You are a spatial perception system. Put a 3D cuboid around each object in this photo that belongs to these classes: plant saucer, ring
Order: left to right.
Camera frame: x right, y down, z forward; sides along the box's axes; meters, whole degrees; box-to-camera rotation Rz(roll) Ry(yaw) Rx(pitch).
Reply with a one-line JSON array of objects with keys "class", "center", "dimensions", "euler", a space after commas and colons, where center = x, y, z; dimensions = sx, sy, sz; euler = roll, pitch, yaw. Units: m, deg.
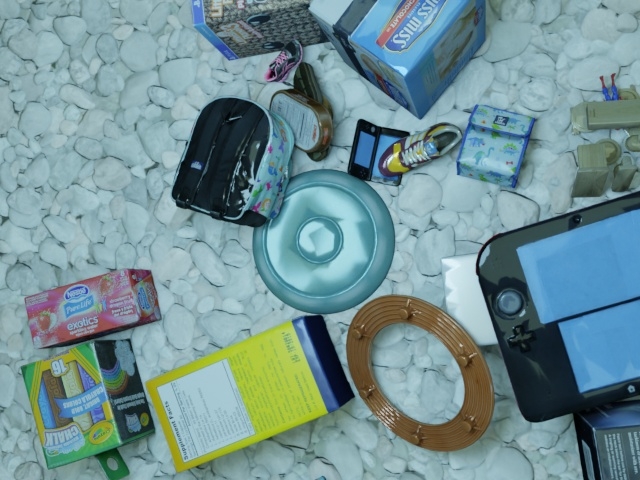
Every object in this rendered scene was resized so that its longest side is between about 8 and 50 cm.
[{"class": "plant saucer", "center": [0.000, 0.000, 1.630], "dimensions": [0.318, 0.044, 0.317], "euler": [-1, 85, 12]}, {"class": "ring", "center": [0.180, 0.264, 1.476], "dimensions": [0.336, 0.032, 0.336], "euler": [19, 121, 36]}]

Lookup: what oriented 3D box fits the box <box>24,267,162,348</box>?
[{"class": "box", "center": [-0.500, 0.151, 1.678], "dimensions": [0.257, 0.128, 0.122], "euler": [-16, 83, 11]}]

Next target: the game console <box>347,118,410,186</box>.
[{"class": "game console", "center": [0.123, -0.186, 1.607], "dimensions": [0.071, 0.107, 0.122], "euler": [9, 86, 41]}]

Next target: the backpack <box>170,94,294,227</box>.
[{"class": "backpack", "center": [-0.172, -0.168, 1.594], "dimensions": [0.225, 0.191, 0.253], "euler": [17, 94, 29]}]

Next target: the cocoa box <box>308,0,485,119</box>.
[{"class": "cocoa box", "center": [0.166, -0.419, 1.473], "dimensions": [0.228, 0.347, 0.231], "euler": [40, 95, 12]}]

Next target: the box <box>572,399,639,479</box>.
[{"class": "box", "center": [0.623, 0.378, 1.341], "dimensions": [0.294, 0.296, 0.182], "euler": [-8, 83, 10]}]

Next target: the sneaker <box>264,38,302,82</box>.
[{"class": "sneaker", "center": [-0.084, -0.385, 1.647], "dimensions": [0.047, 0.057, 0.119], "euler": [51, 131, 14]}]

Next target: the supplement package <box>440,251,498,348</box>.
[{"class": "supplement package", "center": [0.390, 0.101, 1.471], "dimensions": [0.293, 0.175, 0.177], "euler": [-7, 86, 11]}]

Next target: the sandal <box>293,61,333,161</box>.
[{"class": "sandal", "center": [-0.009, -0.280, 1.646], "dimensions": [0.090, 0.060, 0.219], "euler": [-32, 66, 53]}]

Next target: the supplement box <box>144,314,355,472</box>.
[{"class": "supplement box", "center": [-0.139, 0.306, 1.556], "dimensions": [0.356, 0.195, 0.194], "euler": [-23, 81, 8]}]

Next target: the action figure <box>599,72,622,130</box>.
[{"class": "action figure", "center": [0.584, -0.276, 1.519], "dimensions": [0.038, 0.030, 0.115], "euler": [-10, 84, 9]}]

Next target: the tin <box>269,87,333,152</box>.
[{"class": "tin", "center": [-0.046, -0.254, 1.614], "dimensions": [0.190, 0.040, 0.106], "euler": [36, 130, 40]}]

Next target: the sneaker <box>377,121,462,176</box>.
[{"class": "sneaker", "center": [0.203, -0.188, 1.567], "dimensions": [0.185, 0.084, 0.069], "euler": [-31, 103, 2]}]

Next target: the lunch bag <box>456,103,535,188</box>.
[{"class": "lunch bag", "center": [0.357, -0.199, 1.550], "dimensions": [0.129, 0.096, 0.151], "euler": [17, 75, 15]}]

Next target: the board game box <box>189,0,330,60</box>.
[{"class": "board game box", "center": [-0.101, -0.504, 1.595], "dimensions": [0.291, 0.232, 0.141], "euler": [-8, 84, 12]}]

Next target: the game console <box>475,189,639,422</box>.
[{"class": "game console", "center": [0.494, 0.110, 1.331], "dimensions": [0.386, 0.060, 0.342], "euler": [-18, 84, 9]}]

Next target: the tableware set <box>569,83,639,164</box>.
[{"class": "tableware set", "center": [0.597, -0.233, 1.536], "dimensions": [0.169, 0.020, 0.141], "euler": [-23, 79, 10]}]

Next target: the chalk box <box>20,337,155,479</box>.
[{"class": "chalk box", "center": [-0.485, 0.375, 1.630], "dimensions": [0.179, 0.180, 0.289], "euler": [-19, 81, 10]}]

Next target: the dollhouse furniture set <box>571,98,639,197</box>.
[{"class": "dollhouse furniture set", "center": [0.573, -0.180, 1.505], "dimensions": [0.144, 0.123, 0.151], "euler": [-2, 69, 11]}]

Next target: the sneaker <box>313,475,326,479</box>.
[{"class": "sneaker", "center": [-0.026, 0.548, 1.577], "dimensions": [0.262, 0.104, 0.125], "euler": [13, 71, 8]}]
